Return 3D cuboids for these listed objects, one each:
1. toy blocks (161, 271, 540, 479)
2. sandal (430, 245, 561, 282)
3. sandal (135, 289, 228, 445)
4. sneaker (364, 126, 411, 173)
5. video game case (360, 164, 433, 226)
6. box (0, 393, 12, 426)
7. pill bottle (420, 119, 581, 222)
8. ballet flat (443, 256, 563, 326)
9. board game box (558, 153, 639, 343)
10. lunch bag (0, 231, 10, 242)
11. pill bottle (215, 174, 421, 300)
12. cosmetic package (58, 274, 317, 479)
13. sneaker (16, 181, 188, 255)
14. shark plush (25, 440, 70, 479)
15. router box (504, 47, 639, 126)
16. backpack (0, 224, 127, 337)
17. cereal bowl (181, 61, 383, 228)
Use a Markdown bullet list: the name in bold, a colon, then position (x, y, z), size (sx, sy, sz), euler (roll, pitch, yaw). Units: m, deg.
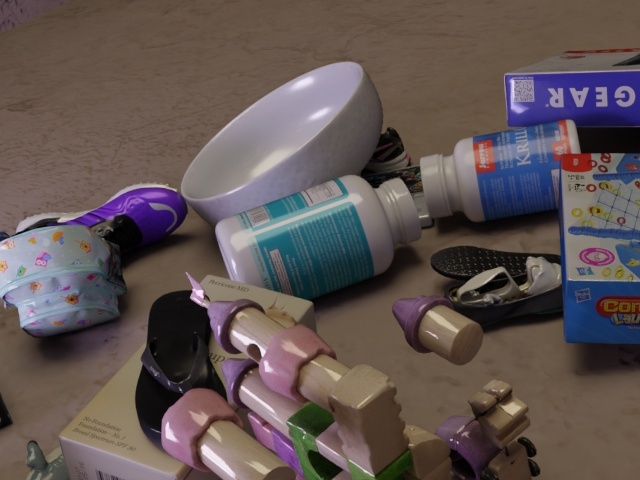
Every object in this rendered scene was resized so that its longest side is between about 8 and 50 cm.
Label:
- **toy blocks**: position (-0.001, 0.175, 1.078), size (0.309, 0.288, 0.260), euler (-35, 39, -25)
- **sandal**: position (0.232, 0.043, 1.464), size (0.179, 0.040, 0.067), euler (4, 37, 6)
- **sandal**: position (-0.158, 0.130, 1.228), size (0.097, 0.054, 0.254), euler (-9, 35, -6)
- **sneaker**: position (0.058, -0.154, 1.850), size (0.178, 0.077, 0.072), euler (-5, 29, 20)
- **video game case**: position (0.078, -0.055, 1.725), size (0.190, 0.022, 0.173), euler (-11, 29, 12)
- **box**: position (-0.602, 0.213, 1.515), size (0.293, 0.073, 0.295), euler (-25, 38, -21)
- **pill bottle**: position (0.259, -0.093, 1.592), size (0.222, 0.124, 0.124), euler (-10, 29, 11)
- **ballet flat**: position (0.245, 0.060, 1.385), size (0.203, 0.074, 0.074), euler (-14, 29, 4)
- **board game box**: position (0.437, 0.002, 1.322), size (0.302, 0.086, 0.308), euler (0, 31, 10)
- **lunch bag**: position (-0.540, 0.029, 1.842), size (0.098, 0.067, 0.065), euler (-20, 29, -8)
- **pill bottle**: position (0.000, 0.000, 1.536), size (0.264, 0.146, 0.146), euler (-20, 29, -7)
- **cosmetic package**: position (-0.140, 0.183, 1.297), size (0.160, 0.113, 0.309), euler (12, 39, 23)
- **sneaker**: position (-0.348, 0.008, 1.763), size (0.293, 0.102, 0.146), euler (-17, 33, 9)
- **shark plush**: position (-0.305, 0.287, 1.268), size (0.067, 0.073, 0.161), euler (-3, 30, 6)
- **router box**: position (0.487, -0.234, 1.680), size (0.335, 0.082, 0.301), euler (3, 16, 30)
- **backpack**: position (-0.371, 0.054, 1.586), size (0.166, 0.188, 0.144), euler (-13, 67, 3)
- **cereal bowl**: position (-0.042, -0.121, 1.736), size (0.339, 0.141, 0.339), euler (-29, 24, 14)
